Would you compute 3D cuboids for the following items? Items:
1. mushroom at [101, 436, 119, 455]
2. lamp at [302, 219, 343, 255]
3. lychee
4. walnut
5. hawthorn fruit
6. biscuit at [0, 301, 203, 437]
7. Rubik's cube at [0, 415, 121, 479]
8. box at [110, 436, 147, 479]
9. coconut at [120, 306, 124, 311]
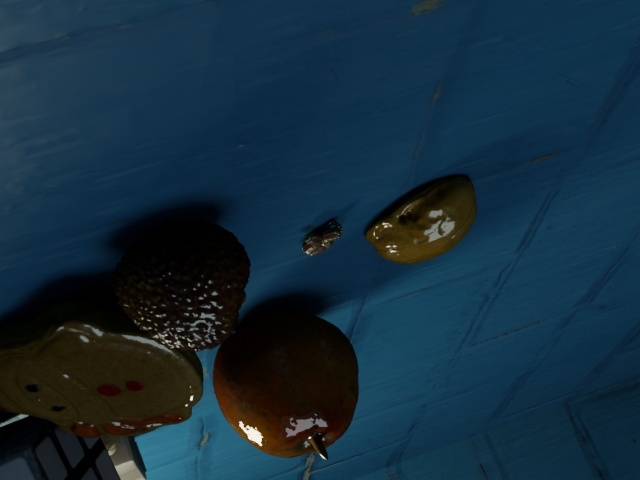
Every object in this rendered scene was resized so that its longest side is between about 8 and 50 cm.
[{"bbox_3d":[-0.461,0.394,2.217,0.166,0.127,0.166,-21,155,-10],"label":"mushroom"},{"bbox_3d":[0.000,0.000,1.881,0.063,0.031,0.083,-15,161,-13],"label":"lamp"},{"bbox_3d":[-0.189,0.061,1.648,0.194,0.194,0.194,-19,158,-8],"label":"lychee"},{"bbox_3d":[0.180,-0.016,1.938,0.211,0.087,0.167,-35,159,28],"label":"walnut"},{"bbox_3d":[-0.050,0.279,2.120,0.277,0.298,0.277,-20,145,-15],"label":"hawthorn fruit"},{"bbox_3d":[-0.367,0.213,1.809,0.381,0.074,0.359,-13,141,16],"label":"biscuit"},{"bbox_3d":[-0.517,0.485,2.004,0.305,0.304,0.301,-25,-174,9],"label":"Rubik's cube"},{"bbox_3d":[-0.494,0.467,2.392,0.251,0.106,0.203,-18,160,-8],"label":"box"},{"bbox_3d":[-0.262,0.105,1.798,0.088,0.088,0.096,-31,162,21],"label":"coconut"}]
